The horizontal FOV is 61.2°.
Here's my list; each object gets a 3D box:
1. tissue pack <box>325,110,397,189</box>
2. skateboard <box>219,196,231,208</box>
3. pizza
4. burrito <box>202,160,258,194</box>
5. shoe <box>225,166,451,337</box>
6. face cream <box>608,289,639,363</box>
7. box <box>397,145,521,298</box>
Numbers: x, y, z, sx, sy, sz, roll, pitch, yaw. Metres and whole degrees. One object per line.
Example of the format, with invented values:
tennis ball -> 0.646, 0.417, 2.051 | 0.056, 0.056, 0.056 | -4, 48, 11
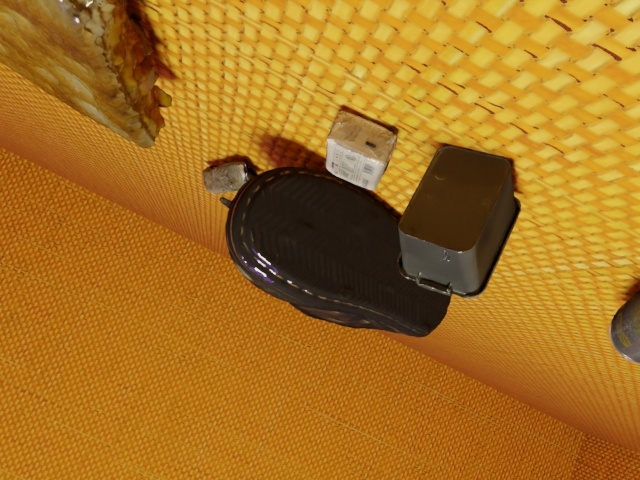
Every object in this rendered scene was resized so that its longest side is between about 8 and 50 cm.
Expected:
tissue pack -> 0.037, -0.085, 0.526 | 0.062, 0.042, 0.083 | 23, 169, 4
skateboard -> -0.182, -0.062, 1.175 | 0.064, 0.032, 0.083 | 32, 170, 19
pizza -> -0.267, -0.216, 0.488 | 0.257, 0.087, 0.268 | 30, 168, 0
burrito -> -0.145, -0.100, 0.857 | 0.171, 0.042, 0.051 | 1, 124, 55
shoe -> -0.003, 0.021, 0.776 | 0.384, 0.171, 0.237 | 24, 168, -38
face cream -> 0.336, 0.073, 0.517 | 0.073, 0.073, 0.283 | 21, 169, 22
box -> 0.119, -0.020, 0.471 | 0.084, 0.122, 0.069 | 18, 155, 28
